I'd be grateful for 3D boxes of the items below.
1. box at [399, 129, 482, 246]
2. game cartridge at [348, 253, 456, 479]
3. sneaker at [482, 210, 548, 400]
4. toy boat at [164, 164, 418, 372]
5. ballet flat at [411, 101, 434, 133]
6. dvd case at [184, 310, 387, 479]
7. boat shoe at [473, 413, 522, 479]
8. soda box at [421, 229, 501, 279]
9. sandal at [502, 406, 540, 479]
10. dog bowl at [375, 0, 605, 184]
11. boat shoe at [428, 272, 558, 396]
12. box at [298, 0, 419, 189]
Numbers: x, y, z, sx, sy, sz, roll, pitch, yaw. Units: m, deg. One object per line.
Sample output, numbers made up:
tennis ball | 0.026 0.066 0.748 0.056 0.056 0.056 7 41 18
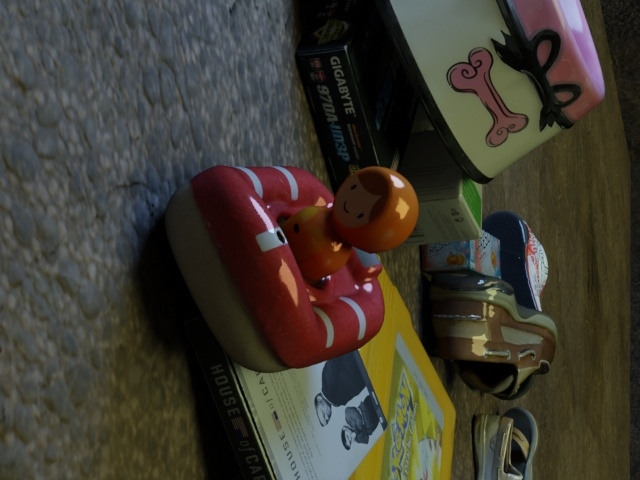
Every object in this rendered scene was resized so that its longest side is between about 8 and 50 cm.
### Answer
box | 0.114 -0.055 1.433 0.101 0.101 0.087 53 36 -57
game cartridge | 0.066 0.209 1.319 0.324 0.052 0.285 63 29 -51
sneaker | 0.285 0.102 1.939 0.145 0.090 0.270 33 52 -64
toy boat | 0.000 0.000 0.944 0.151 0.151 0.231 62 22 8
ballet flat | 0.135 -0.132 1.557 0.077 0.091 0.241 -64 150 -13
dvd case | -0.019 0.109 1.052 0.179 0.029 0.238 69 22 -6
boat shoe | 0.242 0.317 1.814 0.063 0.059 0.170 -26 111 -70
soda box | 0.176 0.017 1.667 0.183 0.062 0.058 19 69 -70
sandal | 0.268 0.300 1.903 0.049 0.072 0.180 37 38 -20
dog bowl | 0.159 -0.272 1.349 0.408 0.150 0.408 -20 90 -74
boat shoe | 0.210 0.134 1.689 0.324 0.122 0.120 33 60 -58
box | 0.044 -0.164 1.325 0.220 0.051 0.175 -71 150 -51
